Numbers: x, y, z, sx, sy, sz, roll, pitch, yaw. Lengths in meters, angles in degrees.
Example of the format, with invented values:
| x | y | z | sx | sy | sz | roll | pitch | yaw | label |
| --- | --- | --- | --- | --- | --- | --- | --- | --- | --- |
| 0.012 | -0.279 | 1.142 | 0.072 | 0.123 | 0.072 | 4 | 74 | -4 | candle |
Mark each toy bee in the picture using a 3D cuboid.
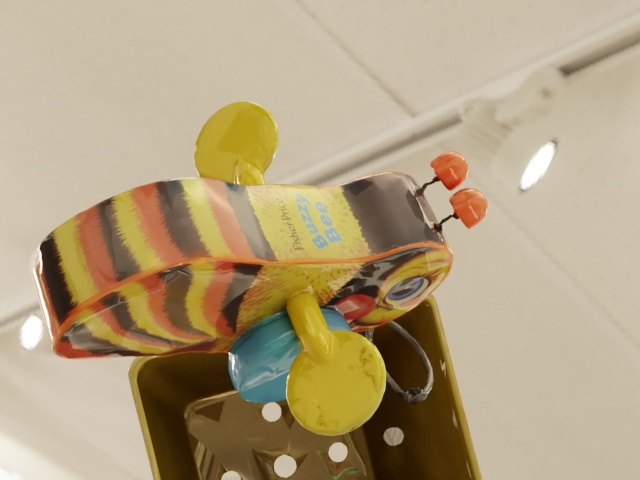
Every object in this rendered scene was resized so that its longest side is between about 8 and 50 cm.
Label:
| x | y | z | sx | sy | sz | roll | pitch | yaw | label |
| --- | --- | --- | --- | --- | --- | --- | --- | --- | --- |
| 0.000 | 0.000 | 0.690 | 0.162 | 0.298 | 0.195 | -44 | -104 | 30 | toy bee |

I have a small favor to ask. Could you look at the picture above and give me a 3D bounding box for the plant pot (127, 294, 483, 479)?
| x | y | z | sx | sy | sz | roll | pitch | yaw | label |
| --- | --- | --- | --- | --- | --- | --- | --- | --- | --- |
| -0.015 | 0.168 | 0.912 | 0.187 | 0.212 | 0.212 | 139 | -63 | -77 | plant pot |
